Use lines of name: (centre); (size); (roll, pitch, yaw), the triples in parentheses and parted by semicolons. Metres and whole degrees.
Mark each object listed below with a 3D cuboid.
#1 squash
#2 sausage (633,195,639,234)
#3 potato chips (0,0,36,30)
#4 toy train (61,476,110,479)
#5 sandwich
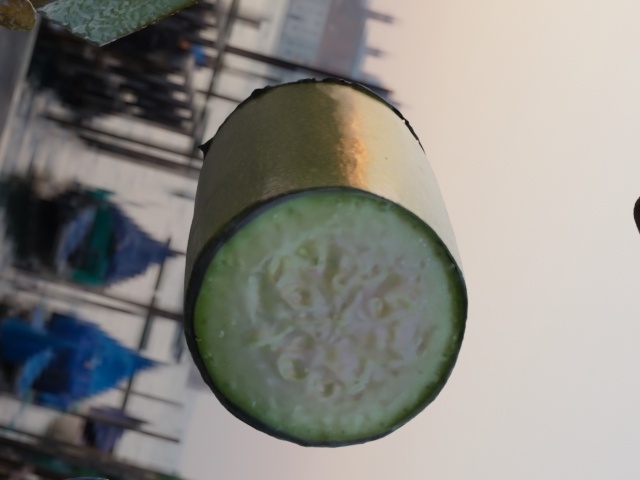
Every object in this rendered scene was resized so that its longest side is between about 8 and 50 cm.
squash: (0.000, 0.000, 1.619); (0.384, 0.263, 0.263); (-94, -161, -69)
sausage: (0.430, -0.021, 1.832); (0.083, 0.089, 0.300); (-32, 166, 33)
potato chips: (-0.258, -0.160, 0.928); (0.026, 0.204, 0.037); (0, -103, 63)
toy train: (-0.140, 0.340, 1.240); (0.188, 0.265, 0.300); (-68, -177, -61)
sandwich: (-0.205, -0.240, 1.392); (0.128, 0.235, 0.122); (-66, 161, -4)
